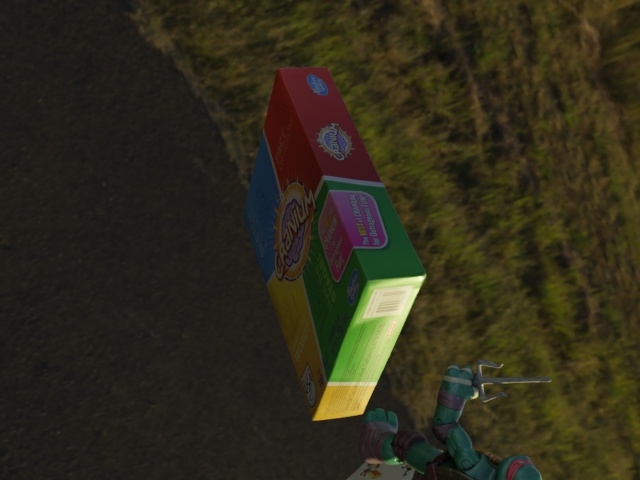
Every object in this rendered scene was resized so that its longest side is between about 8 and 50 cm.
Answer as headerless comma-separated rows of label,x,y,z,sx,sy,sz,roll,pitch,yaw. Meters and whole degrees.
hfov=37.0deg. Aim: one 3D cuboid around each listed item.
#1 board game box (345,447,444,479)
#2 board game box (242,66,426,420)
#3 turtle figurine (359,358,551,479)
board game box,0.068,0.446,1.286,0.303,0.097,0.224,-35,118,-41
board game box,0.000,0.000,1.064,0.064,0.242,0.317,-4,48,-21
turtle figurine,0.139,0.197,0.848,0.118,0.234,0.175,-37,102,-32
